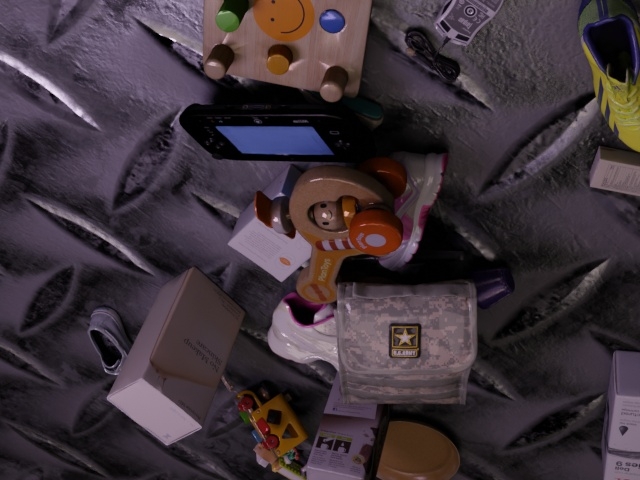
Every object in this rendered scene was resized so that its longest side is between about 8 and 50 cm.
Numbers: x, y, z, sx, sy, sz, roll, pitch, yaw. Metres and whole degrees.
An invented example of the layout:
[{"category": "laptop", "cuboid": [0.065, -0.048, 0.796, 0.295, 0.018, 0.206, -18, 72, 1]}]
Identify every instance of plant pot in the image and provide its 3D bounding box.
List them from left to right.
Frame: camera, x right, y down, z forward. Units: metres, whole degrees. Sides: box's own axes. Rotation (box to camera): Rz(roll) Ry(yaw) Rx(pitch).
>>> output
[{"category": "plant pot", "cuboid": [0.197, 0.473, 2.055, 0.236, 0.032, 0.236, 7, 130, 8]}]

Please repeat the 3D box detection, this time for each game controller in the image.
[{"category": "game controller", "cuboid": [-0.071, -0.175, 1.493, 0.319, 0.067, 0.166, 3, 168, 24]}]

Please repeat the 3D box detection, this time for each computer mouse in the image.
[{"category": "computer mouse", "cuboid": [0.211, -0.328, 1.362, 0.106, 0.042, 0.193, 34, 135, -9]}]

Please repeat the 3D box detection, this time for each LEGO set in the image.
[{"category": "LEGO set", "cuboid": [-0.022, 0.556, 2.138, 0.107, 0.132, 0.287, -38, 90, 18]}]

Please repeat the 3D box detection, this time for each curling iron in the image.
[{"category": "curling iron", "cuboid": [0.132, 0.037, 1.698, 0.274, 0.035, 0.068, -8, 142, 17]}]

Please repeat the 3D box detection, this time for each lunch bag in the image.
[{"category": "lunch bag", "cuboid": [0.146, 0.168, 1.583, 0.235, 0.169, 0.287, -1, 145, 4]}]

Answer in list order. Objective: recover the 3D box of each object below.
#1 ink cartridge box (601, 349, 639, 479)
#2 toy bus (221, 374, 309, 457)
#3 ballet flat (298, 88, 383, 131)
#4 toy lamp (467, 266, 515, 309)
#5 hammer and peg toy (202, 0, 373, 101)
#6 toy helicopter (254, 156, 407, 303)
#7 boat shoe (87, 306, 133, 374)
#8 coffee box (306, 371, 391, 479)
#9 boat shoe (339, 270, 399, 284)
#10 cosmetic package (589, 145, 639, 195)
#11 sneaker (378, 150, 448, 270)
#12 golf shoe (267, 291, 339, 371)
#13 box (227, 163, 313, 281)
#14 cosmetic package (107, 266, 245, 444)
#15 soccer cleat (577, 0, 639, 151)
[{"category": "ink cartridge box", "cuboid": [0.668, 0.360, 1.776, 0.211, 0.121, 0.289, 2, 131, 13]}, {"category": "toy bus", "cuboid": [-0.109, 0.377, 2.002, 0.104, 0.191, 0.202, -32, 128, -16]}, {"category": "ballet flat", "cuboid": [0.022, -0.223, 1.491, 0.168, 0.057, 0.052, 27, 141, -8]}, {"category": "toy lamp", "cuboid": [0.231, 0.113, 1.711, 0.275, 0.080, 0.080, -20, 122, 32]}, {"category": "hammer and peg toy", "cuboid": [-0.039, -0.382, 1.319, 0.266, 0.127, 0.361, 12, 132, 4]}, {"category": "toy helicopter", "cuboid": [0.000, 0.000, 1.520, 0.235, 0.140, 0.355, 10, 144, -3]}, {"category": "boat shoe", "cuboid": [-0.453, 0.250, 1.998, 0.079, 0.081, 0.227, -4, 128, 18]}, {"category": "coffee box", "cuboid": [0.066, 0.399, 1.847, 0.119, 0.297, 0.168, 9, 132, 12]}, {"category": "boat shoe", "cuboid": [0.092, 0.096, 1.713, 0.152, 0.056, 0.049, 19, 153, 1]}, {"category": "cosmetic package", "cuboid": [0.499, -0.109, 1.472, 0.115, 0.041, 0.060, 13, 132, 4]}, {"category": "sneaker", "cuboid": [0.135, -0.059, 1.579, 0.111, 0.103, 0.252, 19, 126, 4]}, {"category": "golf shoe", "cuboid": [0.047, 0.188, 1.799, 0.306, 0.115, 0.140, 11, 128, 4]}, {"category": "box", "cuboid": [-0.063, -0.030, 1.651, 0.130, 0.091, 0.170, 36, 128, -17]}, {"category": "cosmetic package", "cuboid": [-0.272, 0.218, 1.771, 0.113, 0.309, 0.160, -31, 117, 32]}, {"category": "soccer cleat", "cuboid": [0.441, -0.230, 1.330, 0.093, 0.121, 0.289, -15, 125, 24]}]
